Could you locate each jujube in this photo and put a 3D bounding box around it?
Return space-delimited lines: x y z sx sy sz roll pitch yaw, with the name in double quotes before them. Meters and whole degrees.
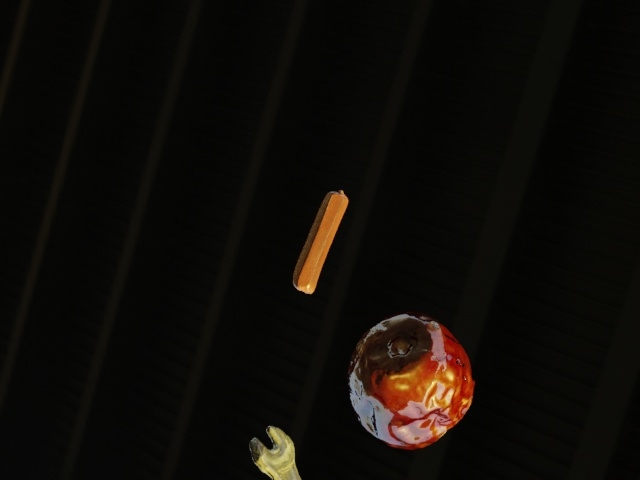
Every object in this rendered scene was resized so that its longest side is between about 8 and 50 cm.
"jujube" 0.128 0.202 1.550 0.183 0.243 0.183 -8 -125 11

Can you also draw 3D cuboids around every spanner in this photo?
"spanner" -0.001 0.350 1.221 0.017 0.071 0.302 -37 -106 33

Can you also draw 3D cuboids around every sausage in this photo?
"sausage" 0.000 0.000 1.425 0.035 0.030 0.147 3 -112 54
